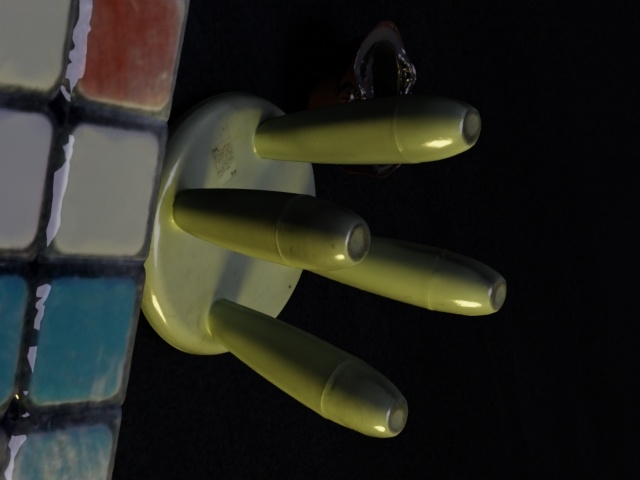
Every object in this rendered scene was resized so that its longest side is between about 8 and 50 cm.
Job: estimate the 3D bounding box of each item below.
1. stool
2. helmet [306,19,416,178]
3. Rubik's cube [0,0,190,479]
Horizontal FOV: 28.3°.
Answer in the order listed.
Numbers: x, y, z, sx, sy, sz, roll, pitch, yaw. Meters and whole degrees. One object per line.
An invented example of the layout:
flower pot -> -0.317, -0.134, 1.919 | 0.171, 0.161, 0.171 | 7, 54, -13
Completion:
stool -> 0.000, 0.000, 0.888 | 0.195, 0.198, 0.195 | -46, 134, -40
helmet -> 0.027, -0.110, 1.002 | 0.098, 0.070, 0.123 | -32, 119, -54
Rubik's cube -> -0.237, -0.015, 0.494 | 0.256, 0.253, 0.259 | 0, 98, -54
